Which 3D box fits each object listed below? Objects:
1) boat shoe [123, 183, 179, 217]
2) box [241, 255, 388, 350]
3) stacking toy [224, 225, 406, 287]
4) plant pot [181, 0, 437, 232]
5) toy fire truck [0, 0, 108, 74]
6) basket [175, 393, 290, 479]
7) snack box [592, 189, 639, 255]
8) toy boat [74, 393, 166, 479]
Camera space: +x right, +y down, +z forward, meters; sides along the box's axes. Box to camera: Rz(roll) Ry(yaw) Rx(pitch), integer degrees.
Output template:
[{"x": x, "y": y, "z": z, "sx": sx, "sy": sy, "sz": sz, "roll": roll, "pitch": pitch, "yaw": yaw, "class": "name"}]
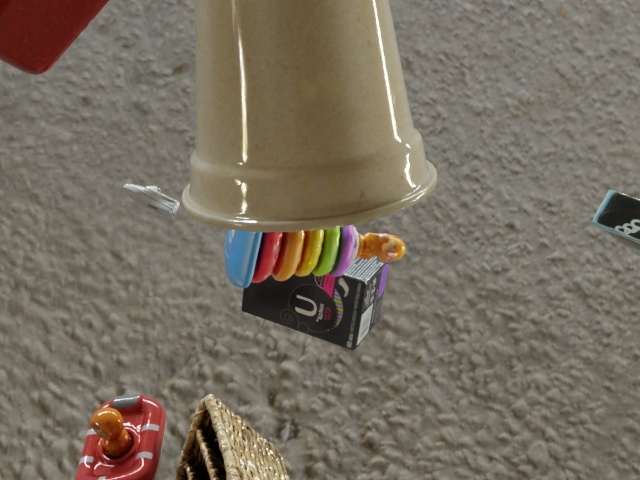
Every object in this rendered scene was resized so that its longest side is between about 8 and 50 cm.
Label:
[{"x": -0.285, "y": -0.075, "z": 1.406, "sx": 0.100, "sy": 0.035, "sz": 0.035, "roll": 26, "pitch": 65, "yaw": 7, "class": "boat shoe"}, {"x": -0.013, "y": 0.092, "z": 1.737, "sx": 0.270, "sy": 0.165, "sz": 0.143, "roll": 17, "pitch": 26, "yaw": 19, "class": "box"}, {"x": 0.000, "y": 0.000, "z": 1.377, "sx": 0.301, "sy": 0.166, "sz": 0.175, "roll": 7, "pitch": 20, "yaw": -17, "class": "stacking toy"}, {"x": -0.029, "y": -0.209, "z": 1.030, "sx": 0.333, "sy": 0.333, "sz": 0.306, "roll": -17, "pitch": 114, "yaw": -26, "class": "plant pot"}, {"x": -0.034, "y": -0.228, "z": 0.338, "sx": 0.169, "sy": 0.302, "sz": 0.254, "roll": 30, "pitch": 46, "yaw": -34, "class": "toy fire truck"}, {"x": -0.178, "y": 0.458, "z": 1.446, "sx": 0.213, "sy": 0.299, "sz": 0.223, "roll": -40, "pitch": 121, "yaw": 3, "class": "basket"}, {"x": 0.557, "y": 0.033, "z": 1.142, "sx": 0.187, "sy": 0.322, "sz": 0.060, "roll": 23, "pitch": 95, "yaw": -47, "class": "snack box"}, {"x": -0.375, "y": 0.365, "z": 1.518, "sx": 0.150, "sy": 0.151, "sz": 0.231, "roll": -8, "pitch": 42, "yaw": 8, "class": "toy boat"}]
